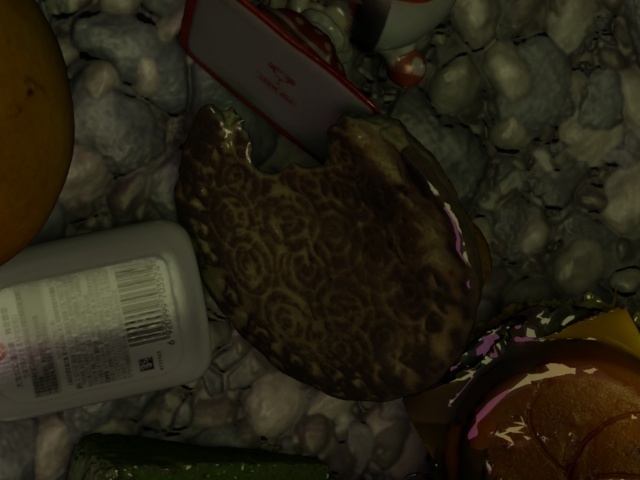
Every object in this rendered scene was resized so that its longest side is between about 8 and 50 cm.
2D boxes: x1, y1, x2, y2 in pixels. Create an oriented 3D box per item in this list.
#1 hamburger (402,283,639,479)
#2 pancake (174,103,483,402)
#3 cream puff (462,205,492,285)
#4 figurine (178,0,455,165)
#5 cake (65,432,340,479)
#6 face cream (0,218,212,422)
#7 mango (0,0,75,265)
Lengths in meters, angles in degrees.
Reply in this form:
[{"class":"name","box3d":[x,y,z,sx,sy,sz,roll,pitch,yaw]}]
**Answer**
[{"class":"hamburger","box3d":[0.194,0.161,1.463,0.262,0.138,0.243,-24,109,3]},{"class":"pancake","box3d":[0.000,0.000,1.345,0.033,0.288,0.286,-29,75,-42]},{"class":"cream puff","box3d":[0.064,0.015,1.428,0.150,0.115,0.165,-6,113,-1]},{"class":"figurine","box3d":[0.032,-0.205,1.381,0.183,0.160,0.226,39,72,3]},{"class":"cake","box3d":[-0.092,0.228,1.435,0.235,0.099,0.100,9,98,-15]},{"class":"face cream","box3d":[-0.237,0.076,1.391,0.291,0.071,0.144,-14,103,-11]},{"class":"mango","box3d":[-0.370,-0.144,1.214,0.446,0.300,0.232,44,42,-28]}]
